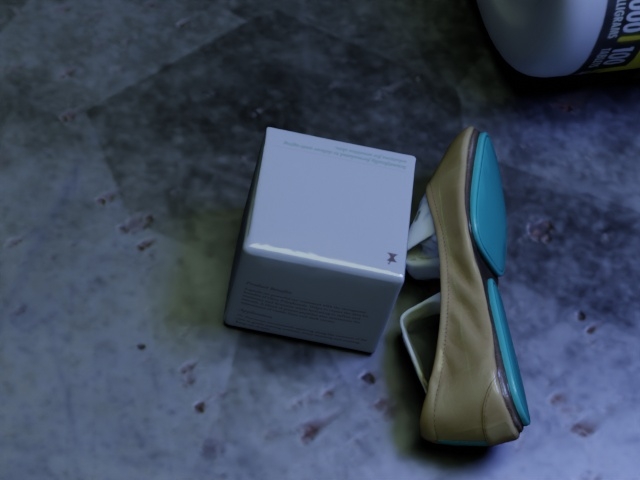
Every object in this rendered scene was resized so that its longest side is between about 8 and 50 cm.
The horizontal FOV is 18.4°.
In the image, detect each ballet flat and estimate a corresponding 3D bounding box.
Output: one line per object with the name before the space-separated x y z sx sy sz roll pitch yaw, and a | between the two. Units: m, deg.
ballet flat | 0.083 0.025 1.250 0.073 0.080 0.232 -14 51 14

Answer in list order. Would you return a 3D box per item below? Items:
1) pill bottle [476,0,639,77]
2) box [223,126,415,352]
pill bottle | 0.287 -0.222 1.394 0.334 0.188 0.188 -8 57 -17
box | 0.000 0.000 1.236 0.101 0.087 0.102 11 54 -5
